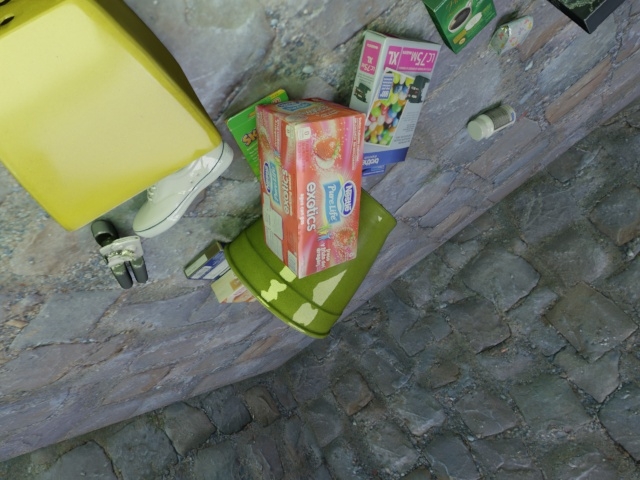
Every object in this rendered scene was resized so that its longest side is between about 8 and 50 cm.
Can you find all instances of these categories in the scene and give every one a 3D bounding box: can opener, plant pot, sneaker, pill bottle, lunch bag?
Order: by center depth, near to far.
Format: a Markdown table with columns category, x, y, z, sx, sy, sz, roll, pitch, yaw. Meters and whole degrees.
| category | x | y | z | sx | sy | sz | roll | pitch | yaw |
| --- | --- | --- | --- | --- | --- | --- | --- | --- | --- |
| plant pot | -0.275 | -0.179 | 0.460 | 0.212 | 0.212 | 0.187 | -32 | 146 | -3 |
| sneaker | -0.281 | -0.110 | 0.765 | 0.258 | 0.094 | 0.091 | -43 | 139 | 14 |
| can opener | -0.421 | 0.036 | 0.886 | 0.074 | 0.093 | 0.280 | -21 | 165 | -24 |
| lunch bag | 0.456 | -0.496 | 0.976 | 0.071 | 0.053 | 0.083 | -28 | 168 | -7 |
| plant pot | 0.000 | 0.000 | 1.086 | 0.353 | 0.366 | 0.366 | -49 | 157 | 8 |
| pill bottle | 0.553 | -0.382 | 1.327 | 0.137 | 0.078 | 0.078 | -27 | 158 | -14 |

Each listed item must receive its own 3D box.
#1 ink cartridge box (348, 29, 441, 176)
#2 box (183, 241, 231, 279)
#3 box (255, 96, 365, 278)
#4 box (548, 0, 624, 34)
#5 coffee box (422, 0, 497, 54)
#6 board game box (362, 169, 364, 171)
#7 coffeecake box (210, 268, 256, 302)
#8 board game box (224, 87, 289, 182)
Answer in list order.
| category | x | y | z | sx | sy | sz | roll | pitch | yaw |
| --- | --- | --- | --- | --- | --- | --- | --- | --- | --- |
| ink cartridge box | 0.136 | -0.264 | 0.871 | 0.186 | 0.065 | 0.311 | -18 | 135 | -40 |
| box | -0.276 | 0.067 | 1.204 | 0.136 | 0.036 | 0.225 | -38 | 159 | 15 |
| box | -0.022 | -0.102 | 0.782 | 0.142 | 0.154 | 0.299 | -19 | 126 | -28 |
| box | 0.571 | -0.557 | 0.855 | 0.093 | 0.158 | 0.156 | -6 | 146 | -50 |
| coffee box | 0.282 | -0.463 | 0.816 | 0.113 | 0.040 | 0.184 | -42 | 157 | 23 |
| board game box | 0.043 | -0.206 | 0.962 | 0.154 | 0.103 | 0.026 | -9 | 149 | -47 |
| coffeecake box | -0.224 | 0.129 | 1.283 | 0.142 | 0.068 | 0.185 | -37 | 161 | 15 |
| board game box | -0.104 | -0.205 | 0.851 | 0.124 | 0.039 | 0.259 | -31 | 161 | -4 |
